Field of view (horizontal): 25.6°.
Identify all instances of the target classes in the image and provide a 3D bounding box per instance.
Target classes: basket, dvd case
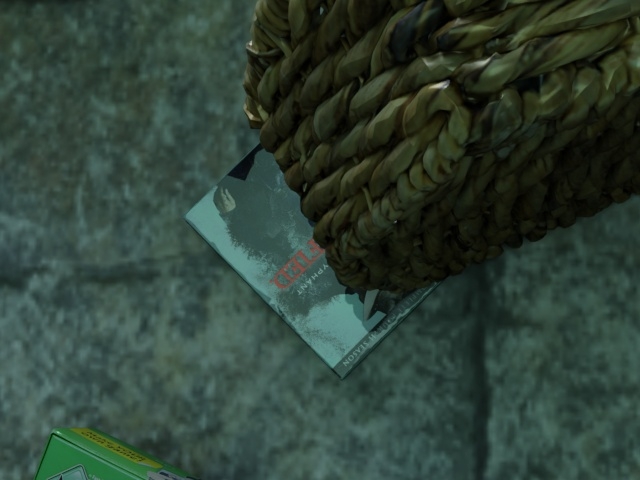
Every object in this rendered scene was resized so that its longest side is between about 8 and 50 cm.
[{"bbox_3d":[0.057,-0.119,0.592,0.213,0.299,0.223,-23,81,-6],"label":"basket"},{"bbox_3d":[0.000,0.000,0.727,0.087,0.013,0.119,-44,82,-2],"label":"dvd case"}]

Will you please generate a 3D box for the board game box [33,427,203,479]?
[{"bbox_3d":[-0.021,0.243,0.625,0.317,0.046,0.214,22,91,21],"label":"board game box"}]
